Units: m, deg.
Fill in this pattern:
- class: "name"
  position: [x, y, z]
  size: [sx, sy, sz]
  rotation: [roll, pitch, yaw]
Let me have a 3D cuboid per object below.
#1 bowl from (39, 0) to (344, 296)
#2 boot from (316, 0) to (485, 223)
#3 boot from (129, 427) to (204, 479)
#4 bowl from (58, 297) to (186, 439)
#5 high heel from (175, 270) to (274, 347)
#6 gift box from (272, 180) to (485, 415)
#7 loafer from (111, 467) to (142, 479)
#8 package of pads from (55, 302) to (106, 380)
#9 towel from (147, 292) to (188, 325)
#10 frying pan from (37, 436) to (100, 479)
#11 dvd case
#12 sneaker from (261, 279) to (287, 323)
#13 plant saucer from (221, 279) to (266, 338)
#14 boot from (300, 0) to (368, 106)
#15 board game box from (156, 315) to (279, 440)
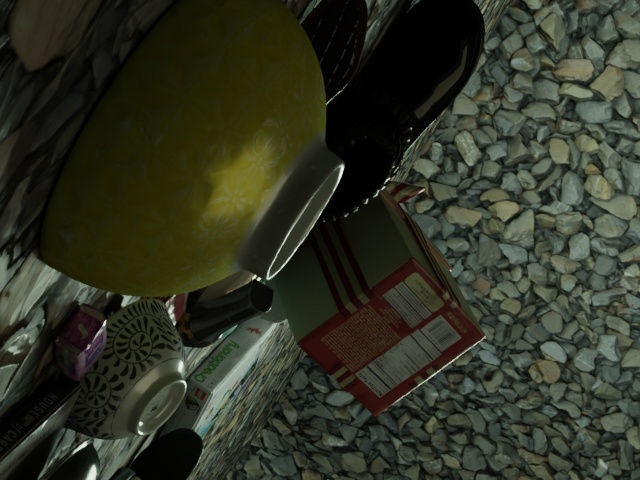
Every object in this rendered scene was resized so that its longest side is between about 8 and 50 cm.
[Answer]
- class: "bowl"
  position: [-0.075, -0.058, 1.089]
  size: [0.289, 0.156, 0.289]
  rotation: [-56, 174, -9]
- class: "boot"
  position: [0.098, -0.186, 1.906]
  size: [0.348, 0.131, 0.260]
  rotation: [-58, 174, 20]
- class: "boot"
  position: [-0.282, 0.409, 2.241]
  size: [0.236, 0.085, 0.178]
  rotation: [-49, 175, -10]
- class: "bowl"
  position: [-0.193, 0.151, 1.415]
  size: [0.170, 0.080, 0.170]
  rotation: [-44, 159, -22]
- class: "high heel"
  position: [-0.110, 0.015, 1.742]
  size: [0.186, 0.093, 0.261]
  rotation: [-26, -146, 42]
- class: "gift box"
  position: [0.097, 0.071, 2.103]
  size: [0.276, 0.255, 0.258]
  rotation: [-34, -142, 6]
- class: "loafer"
  position: [-0.330, 0.445, 2.032]
  size: [0.267, 0.084, 0.096]
  rotation: [-50, 171, -50]
- class: "package of pads"
  position: [-0.226, 0.097, 1.284]
  size: [0.050, 0.032, 0.083]
  rotation: [-57, 175, -25]
- class: "towel"
  position: [-0.201, 0.112, 1.573]
  size: [0.197, 0.029, 0.144]
  rotation: [-53, 174, -30]
- class: "frying pan"
  position: [-0.297, 0.297, 1.424]
  size: [0.197, 0.053, 0.326]
  rotation: [-47, 174, -17]
- class: "dvd case"
  position: [-0.326, 0.256, 1.331]
  size: [0.239, 0.029, 0.179]
  rotation: [-61, 172, 33]
- class: "sneaker"
  position: [-0.001, 0.000, 2.291]
  size: [0.296, 0.104, 0.147]
  rotation: [-54, 178, 18]
- class: "plant saucer"
  position: [-0.124, 0.086, 2.027]
  size: [0.195, 0.037, 0.195]
  rotation: [-55, 173, -9]
- class: "boot"
  position: [-0.015, -0.178, 1.444]
  size: [0.106, 0.082, 0.219]
  rotation: [-98, -148, -65]
- class: "board game box"
  position: [-0.176, 0.247, 2.368]
  size: [0.193, 0.053, 0.305]
  rotation: [-61, 173, 31]
